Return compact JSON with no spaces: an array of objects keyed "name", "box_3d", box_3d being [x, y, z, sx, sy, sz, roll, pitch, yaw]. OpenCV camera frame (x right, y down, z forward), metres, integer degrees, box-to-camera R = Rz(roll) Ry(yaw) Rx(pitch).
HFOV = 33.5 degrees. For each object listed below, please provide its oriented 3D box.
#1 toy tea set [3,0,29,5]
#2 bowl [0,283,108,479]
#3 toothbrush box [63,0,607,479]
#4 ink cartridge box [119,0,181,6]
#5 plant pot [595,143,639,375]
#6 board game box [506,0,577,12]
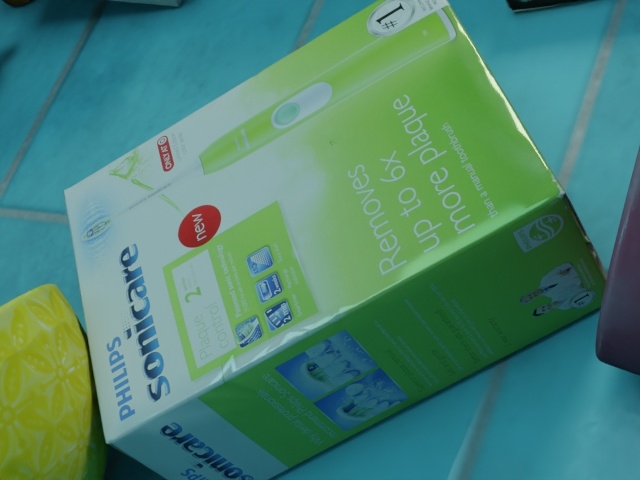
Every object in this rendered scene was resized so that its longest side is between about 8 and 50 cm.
[{"name":"toy tea set","box_3d":[-0.403,-0.191,1.015,0.200,0.124,0.336,6,63,33]},{"name":"bowl","box_3d":[-0.221,0.175,0.623,0.289,0.289,0.156,-40,90,1]},{"name":"toothbrush box","box_3d":[0.000,0.000,0.660,0.283,0.122,0.206,-30,49,12]},{"name":"ink cartridge box","box_3d":[-0.215,-0.302,0.965,0.208,0.087,0.153,8,62,10]},{"name":"plant pot","box_3d":[0.242,-0.013,0.495,0.180,0.201,0.201,16,68,19]},{"name":"board game box","box_3d":[0.203,-0.252,0.773,0.126,0.026,0.186,-6,57,27]}]
